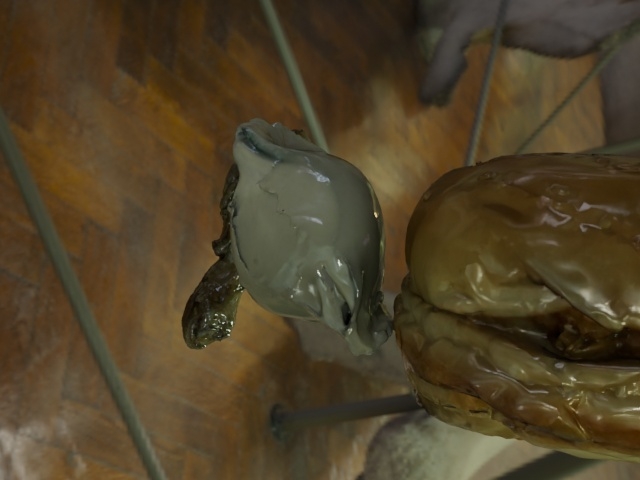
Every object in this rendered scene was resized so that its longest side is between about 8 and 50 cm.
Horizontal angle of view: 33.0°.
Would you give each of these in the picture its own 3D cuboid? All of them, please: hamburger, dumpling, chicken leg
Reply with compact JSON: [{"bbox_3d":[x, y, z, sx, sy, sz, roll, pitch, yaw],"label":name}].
[{"bbox_3d":[0.200,0.034,0.682,0.284,0.305,0.174,-15,109,-81],"label":"hamburger"},{"bbox_3d":[0.000,0.000,0.741,0.127,0.108,0.188,26,33,-61],"label":"dumpling"},{"bbox_3d":[-0.060,0.000,0.877,0.069,0.085,0.197,38,67,-36],"label":"chicken leg"}]
